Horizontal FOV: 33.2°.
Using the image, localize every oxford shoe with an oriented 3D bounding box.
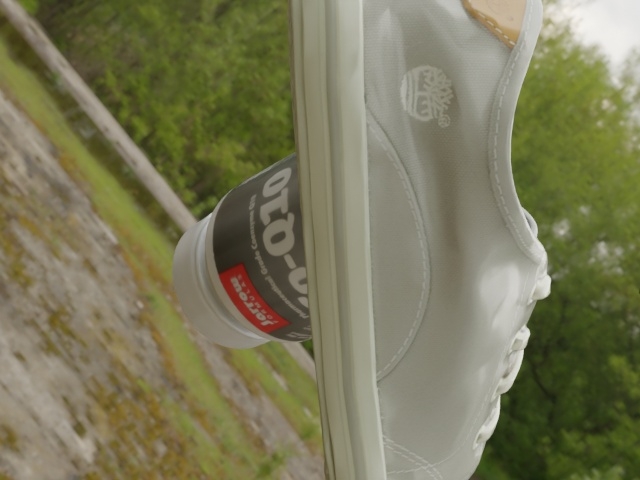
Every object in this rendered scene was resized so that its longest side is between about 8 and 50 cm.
[{"bbox_3d":[0.058,0.051,0.590,0.169,0.130,0.449,-98,-176,-58],"label":"oxford shoe"}]

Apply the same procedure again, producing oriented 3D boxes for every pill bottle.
[{"bbox_3d":[0.000,0.000,0.957,0.161,0.283,0.161,19,59,-36],"label":"pill bottle"}]
